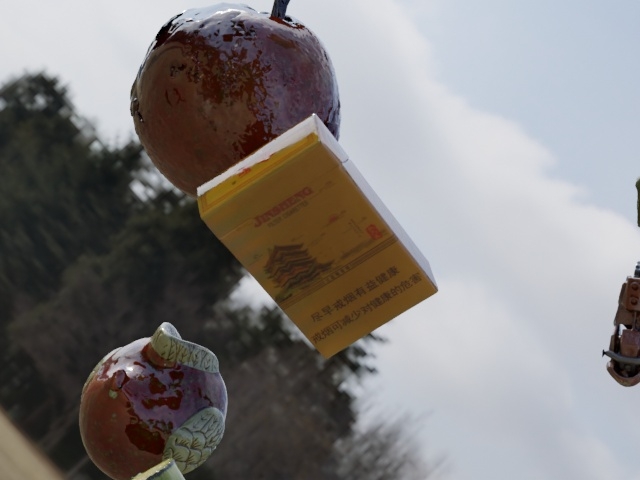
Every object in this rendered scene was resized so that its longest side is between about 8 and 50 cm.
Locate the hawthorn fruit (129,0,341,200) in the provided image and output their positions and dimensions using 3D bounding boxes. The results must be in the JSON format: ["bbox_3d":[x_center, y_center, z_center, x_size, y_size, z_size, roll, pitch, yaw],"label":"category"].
[{"bbox_3d":[-0.119,-0.186,1.886,0.316,0.316,0.316,46,-10,11],"label":"hawthorn fruit"}]

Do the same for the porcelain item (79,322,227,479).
[{"bbox_3d":[-0.269,0.248,2.097,0.253,0.253,0.253,46,-10,11],"label":"porcelain item"}]

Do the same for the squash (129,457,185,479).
[{"bbox_3d":[-0.198,0.433,1.831,0.247,0.133,0.132,62,-10,1],"label":"squash"}]

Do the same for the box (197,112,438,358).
[{"bbox_3d":[0.000,0.000,1.643,0.274,0.174,0.076,50,13,-31],"label":"box"}]

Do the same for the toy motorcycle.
[{"bbox_3d":[0.494,0.142,2.127,0.084,0.118,0.212,9,-66,21],"label":"toy motorcycle"}]

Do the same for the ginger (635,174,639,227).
[{"bbox_3d":[0.588,-0.029,1.952,0.290,0.137,0.089,28,19,24],"label":"ginger"}]
